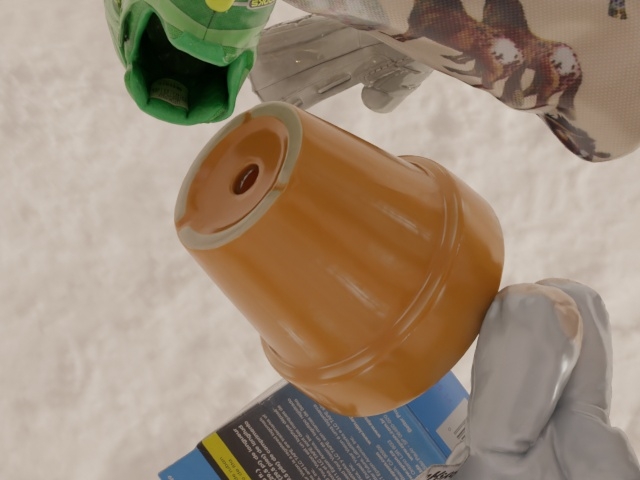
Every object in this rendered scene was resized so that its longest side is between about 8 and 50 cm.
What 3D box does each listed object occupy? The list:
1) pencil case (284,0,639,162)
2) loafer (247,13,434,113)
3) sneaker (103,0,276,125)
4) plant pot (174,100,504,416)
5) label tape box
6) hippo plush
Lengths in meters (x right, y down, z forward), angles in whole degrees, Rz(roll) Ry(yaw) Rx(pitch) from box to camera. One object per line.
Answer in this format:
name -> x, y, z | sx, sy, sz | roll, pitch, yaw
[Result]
pencil case -> 0.010, -0.171, 0.710 | 0.410, 0.183, 0.160 | 22, 56, -18
loafer -> 0.067, -0.183, 1.517 | 0.112, 0.319, 0.111 | -32, 109, -50
sneaker -> -0.100, -0.136, 1.024 | 0.109, 0.295, 0.123 | 21, 79, -10
plant pot -> 0.000, 0.000, 1.148 | 0.188, 0.205, 0.205 | 37, 88, -35
label tape box -> 0.021, 0.250, 1.635 | 0.333, 0.106, 0.240 | -36, 91, 36
hippo plush -> 0.217, 0.166, 1.113 | 0.236, 0.294, 0.234 | 17, 108, 20
